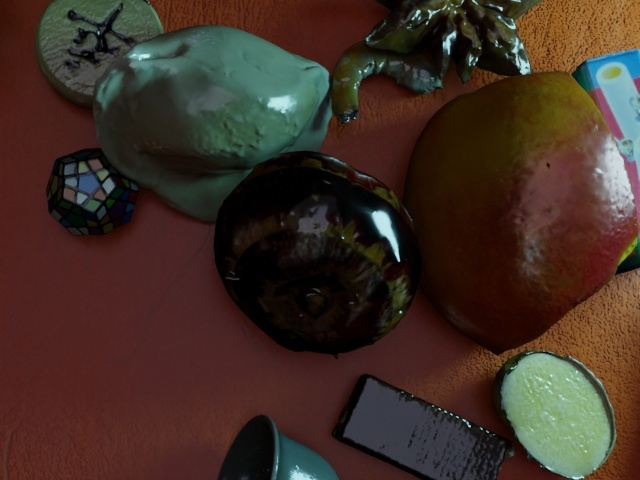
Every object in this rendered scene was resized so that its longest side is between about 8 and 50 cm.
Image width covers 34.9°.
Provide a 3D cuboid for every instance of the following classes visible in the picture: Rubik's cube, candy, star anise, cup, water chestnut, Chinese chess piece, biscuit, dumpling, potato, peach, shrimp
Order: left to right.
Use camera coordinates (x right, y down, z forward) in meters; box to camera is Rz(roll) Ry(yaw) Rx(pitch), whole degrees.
[{"bbox_3d":[-0.322,-0.070,1.437,0.133,0.112,0.133,1,81,-5],"label":"Rubik's cube"},{"bbox_3d":[-0.319,-0.284,1.484,0.188,0.083,0.188,1,82,-9],"label":"Chinese chess piece"},{"bbox_3d":[-0.143,-0.179,1.421,0.321,0.212,0.270,14,77,-4],"label":"dumpling"},{"bbox_3d":[-0.043,0.353,1.387,0.150,0.199,0.199,21,80,-21],"label":"cup"},{"bbox_3d":[0.000,0.000,1.398,0.300,0.300,0.300,1,82,-6],"label":"water chestnut"},{"bbox_3d":[0.096,-0.228,1.519,0.161,0.049,0.166,27,63,-3],"label":"shrimp"},{"bbox_3d":[0.150,0.286,1.456,0.252,0.070,0.106,25,81,-2],"label":"biscuit"},{"bbox_3d":[0.189,-0.357,1.522,0.349,0.109,0.292,35,55,2],"label":"star anise"},{"bbox_3d":[0.265,-0.033,1.424,0.306,0.242,0.380,-15,88,3],"label":"peach"},{"bbox_3d":[0.329,0.253,1.478,0.200,0.081,0.164,47,72,-1],"label":"potato"},{"bbox_3d":[0.443,-0.110,1.502,0.100,0.157,0.305,-16,83,-9],"label":"candy"}]
